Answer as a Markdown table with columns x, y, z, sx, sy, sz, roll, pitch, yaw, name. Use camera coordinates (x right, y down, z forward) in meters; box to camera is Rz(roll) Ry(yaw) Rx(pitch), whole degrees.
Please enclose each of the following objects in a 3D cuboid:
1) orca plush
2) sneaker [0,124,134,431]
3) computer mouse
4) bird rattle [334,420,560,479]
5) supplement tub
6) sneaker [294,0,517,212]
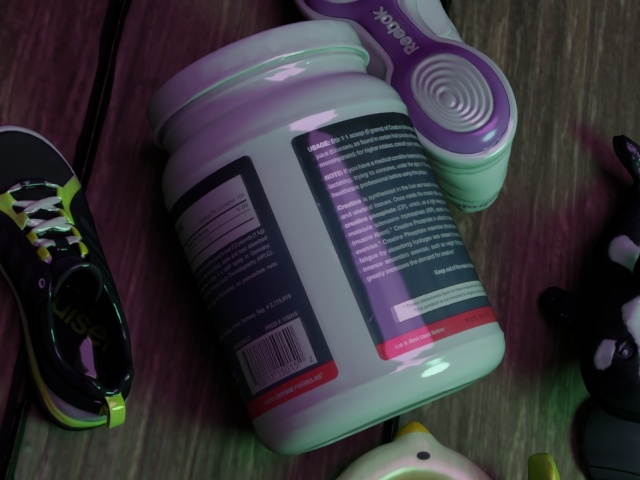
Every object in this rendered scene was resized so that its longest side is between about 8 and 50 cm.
| x | y | z | sx | sy | sz | roll | pitch | yaw | name |
| --- | --- | --- | --- | --- | --- | --- | --- | --- | --- |
| 0.236 | 0.030 | 1.161 | 0.102 | 0.151 | 0.287 | 2 | 58 | 12 | orca plush |
| -0.173 | 0.018 | 0.957 | 0.084 | 0.097 | 0.235 | -15 | 78 | -31 | sneaker |
| 0.352 | 0.173 | 1.186 | 0.262 | 0.060 | 0.184 | 30 | 61 | -14 | computer mouse |
| 0.081 | 0.251 | 1.010 | 0.207 | 0.143 | 0.253 | 43 | 70 | 8 | bird rattle |
| 0.000 | 0.000 | 0.996 | 0.191 | 0.191 | 0.272 | -17 | 79 | -31 | supplement tub |
| 0.061 | -0.149 | 1.147 | 0.114 | 0.152 | 0.305 | -25 | 60 | -4 | sneaker |
